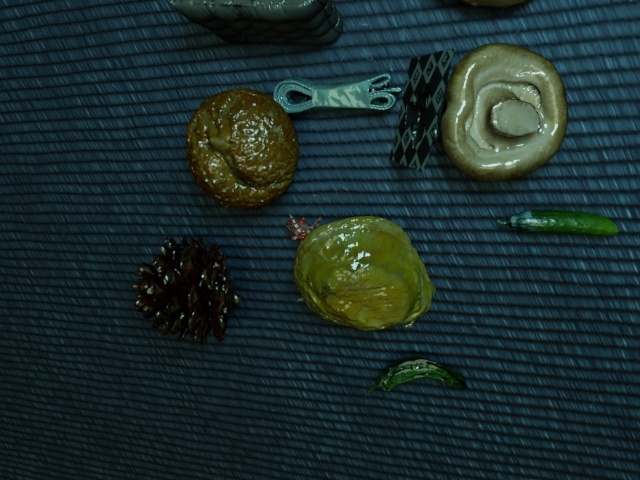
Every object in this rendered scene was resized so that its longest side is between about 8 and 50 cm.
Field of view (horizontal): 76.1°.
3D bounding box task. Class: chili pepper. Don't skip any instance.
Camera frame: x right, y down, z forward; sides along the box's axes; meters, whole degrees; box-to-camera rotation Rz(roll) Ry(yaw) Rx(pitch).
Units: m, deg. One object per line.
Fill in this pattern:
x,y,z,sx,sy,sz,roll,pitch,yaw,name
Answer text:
0.244,0.363,1.098,0.278,0.065,0.122,-10,98,13,chili pepper

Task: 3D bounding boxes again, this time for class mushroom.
0.373,-0.260,0.852,0.277,0.146,0.279,1,102,3,mushroom

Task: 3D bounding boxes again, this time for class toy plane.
0.002,-0.007,1.063,0.193,0.077,0.126,8,110,4,toy plane

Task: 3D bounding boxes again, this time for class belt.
0.039,-0.346,0.961,0.301,0.072,0.088,2,107,14,belt

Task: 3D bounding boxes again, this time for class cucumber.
0.532,-0.041,0.921,0.249,0.056,0.056,4,105,11,cucumber

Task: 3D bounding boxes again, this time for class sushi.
0.227,-0.270,0.872,0.047,0.220,0.232,6,107,-12,sushi

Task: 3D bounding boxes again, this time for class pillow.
-0.128,-0.498,0.883,0.325,0.228,0.101,11,101,13,pillow

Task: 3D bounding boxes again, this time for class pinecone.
-0.361,0.134,1.103,0.295,0.242,0.299,20,114,7,pinecone

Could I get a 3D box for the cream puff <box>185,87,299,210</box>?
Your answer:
-0.197,-0.208,0.966,0.302,0.212,0.304,11,115,25,cream puff

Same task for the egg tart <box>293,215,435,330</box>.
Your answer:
0.093,0.110,0.996,0.338,0.153,0.352,-18,119,15,egg tart

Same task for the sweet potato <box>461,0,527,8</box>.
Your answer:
0.257,-0.558,0.832,0.384,0.109,0.109,23,109,8,sweet potato
